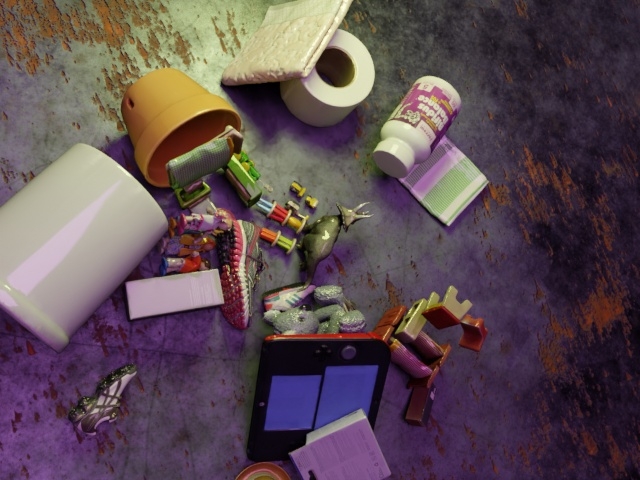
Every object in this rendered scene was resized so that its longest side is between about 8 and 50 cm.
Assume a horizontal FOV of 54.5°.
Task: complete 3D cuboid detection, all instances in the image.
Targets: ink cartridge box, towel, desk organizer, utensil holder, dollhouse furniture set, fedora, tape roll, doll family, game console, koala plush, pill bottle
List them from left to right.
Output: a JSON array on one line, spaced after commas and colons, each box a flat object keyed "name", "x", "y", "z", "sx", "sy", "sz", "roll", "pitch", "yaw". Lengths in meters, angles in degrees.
[{"name": "utensil holder", "x": -0.597, "y": 0.012, "z": 1.451, "sx": 0.327, "sy": 0.327, "sz": 0.385, "roll": 42, "pitch": 66, "yaw": -8}, {"name": "doll family", "x": -0.323, "y": -0.018, "z": 1.623, "sx": 0.163, "sy": 0.263, "sz": 0.118, "roll": -2, "pitch": 51, "yaw": -36}, {"name": "dollhouse furniture set", "x": -0.265, "y": -0.143, "z": 1.591, "sx": 0.198, "sy": 0.301, "sz": 0.151, "roll": -35, "pitch": 88, "yaw": -14}, {"name": "fedora", "x": -0.144, "y": 0.677, "z": 1.604, "sx": 0.194, "sy": 0.079, "sz": 0.194, "roll": 4, "pitch": 77, "yaw": -19}, {"name": "towel", "x": -0.099, "y": -0.568, "z": 1.754, "sx": 0.053, "sy": 0.332, "sz": 0.317, "roll": 46, "pitch": 64, "yaw": -40}, {"name": "koala plush", "x": -0.032, "y": 0.241, "z": 1.661, "sx": 0.221, "sy": 0.196, "sz": 0.203, "roll": 5, "pitch": 115, "yaw": -31}, {"name": "game console", "x": -0.004, "y": 0.412, "z": 1.615, "sx": 0.342, "sy": 0.060, "sz": 0.386, "roll": 1, "pitch": 113, "yaw": -21}, {"name": "tape roll", "x": 0.017, "y": -0.480, "z": 1.850, "sx": 0.246, "sy": 0.169, "sz": 0.246, "roll": 4, "pitch": 78, "yaw": -19}, {"name": "ink cartridge box", "x": 0.051, "y": 0.583, "z": 1.654, "sx": 0.224, "sy": 0.045, "sz": 0.223, "roll": -24, "pitch": 114, "yaw": -5}, {"name": "pill bottle", "x": 0.287, "y": -0.339, "z": 1.887, "sx": 0.169, "sy": 0.169, "sz": 0.301, "roll": 38, "pitch": 71, "yaw": -9}, {"name": "desk organizer", "x": 0.295, "y": 0.476, "z": 1.818, "sx": 0.047, "sy": 0.050, "sz": 0.130, "roll": 56, "pitch": 45, "yaw": -38}, {"name": "dollhouse furniture set", "x": 0.295, "y": 0.277, "z": 1.689, "sx": 0.201, "sy": 0.374, "sz": 0.152, "roll": 41, "pitch": 64, "yaw": -6}, {"name": "towel", "x": 0.368, "y": -0.232, "z": 1.998, "sx": 0.325, "sy": 0.038, "sz": 0.248, "roll": 47, "pitch": 69, "yaw": -6}]

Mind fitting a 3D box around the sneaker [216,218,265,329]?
[{"name": "sneaker", "x": -0.203, "y": 0.091, "z": 1.685, "sx": 0.112, "sy": 0.121, "sz": 0.299, "roll": 4, "pitch": 82, "yaw": -40}]

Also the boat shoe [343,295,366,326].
[{"name": "boat shoe", "x": 0.080, "y": 0.199, "z": 1.800, "sx": 0.049, "sy": 0.056, "sz": 0.152, "roll": -36, "pitch": 102, "yaw": -27}]

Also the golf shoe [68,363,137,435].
[{"name": "golf shoe", "x": -0.520, "y": 0.392, "z": 1.536, "sx": 0.198, "sy": 0.077, "sz": 0.094, "roll": -43, "pitch": 106, "yaw": -15}]

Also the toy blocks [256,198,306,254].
[{"name": "toy blocks", "x": -0.131, "y": -0.044, "z": 1.770, "sx": 0.148, "sy": 0.054, "sz": 0.123, "roll": 29, "pitch": 73, "yaw": -11}]

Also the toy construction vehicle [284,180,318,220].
[{"name": "toy construction vehicle", "x": -0.062, "y": -0.114, "z": 1.823, "sx": 0.098, "sy": 0.035, "sz": 0.086, "roll": 35, "pitch": 59, "yaw": -13}]

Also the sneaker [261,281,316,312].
[{"name": "sneaker", "x": -0.085, "y": 0.167, "z": 1.750, "sx": 0.161, "sy": 0.057, "sz": 0.075, "roll": -14, "pitch": 101, "yaw": -23}]

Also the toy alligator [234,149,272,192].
[{"name": "toy alligator", "x": -0.213, "y": -0.200, "z": 1.776, "sx": 0.051, "sy": 0.056, "sz": 0.189, "roll": -36, "pitch": 95, "yaw": 20}]

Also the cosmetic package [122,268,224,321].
[{"name": "cosmetic package", "x": -0.382, "y": 0.142, "z": 1.602, "sx": 0.238, "sy": 0.127, "sz": 0.107, "roll": -11, "pitch": 83, "yaw": -20}]

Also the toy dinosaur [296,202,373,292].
[{"name": "toy dinosaur", "x": 0.000, "y": 0.000, "z": 1.743, "sx": 0.121, "sy": 0.160, "sz": 0.313, "roll": 43, "pitch": 60, "yaw": -6}]

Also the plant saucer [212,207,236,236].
[{"name": "plant saucer", "x": -0.277, "y": -0.050, "z": 1.739, "sx": 0.084, "sy": 0.013, "sz": 0.083, "roll": 4, "pitch": 78, "yaw": -18}]

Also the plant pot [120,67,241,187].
[{"name": "plant pot", "x": -0.382, "y": -0.310, "z": 1.626, "sx": 0.291, "sy": 0.291, "sz": 0.203, "roll": -32, "pitch": 75, "yaw": -23}]
